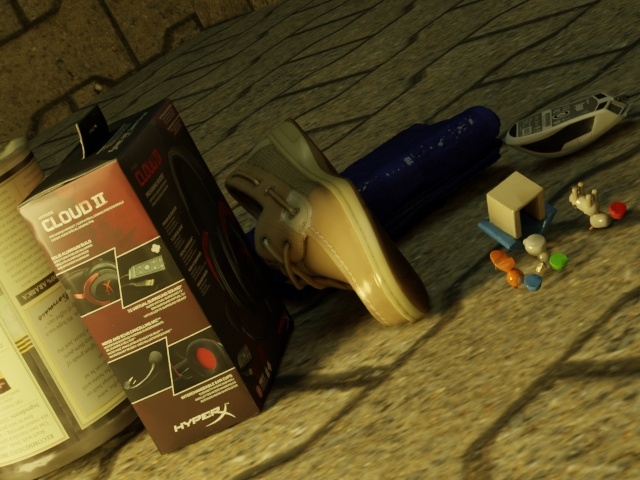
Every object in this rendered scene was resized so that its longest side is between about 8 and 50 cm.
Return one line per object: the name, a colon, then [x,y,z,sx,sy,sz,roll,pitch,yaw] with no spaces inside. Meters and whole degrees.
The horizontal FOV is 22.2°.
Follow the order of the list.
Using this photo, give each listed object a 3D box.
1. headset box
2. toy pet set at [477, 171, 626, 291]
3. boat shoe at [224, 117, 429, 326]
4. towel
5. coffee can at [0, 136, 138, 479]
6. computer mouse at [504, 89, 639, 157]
headset box: [-0.151,0.014,1.510,0.110,0.293,0.218,-25,14,15]
toy pet set: [0.191,0.000,1.438,0.122,0.065,0.114,-37,51,-21]
boat shoe: [0.000,0.000,1.558,0.110,0.122,0.341,-36,31,0]
towel: [0.043,-0.034,1.790,0.308,0.076,0.227,-33,8,-18]
coffee can: [-0.304,0.068,1.570,0.201,0.275,0.201,-25,14,7]
computer mouse: [0.287,-0.124,1.693,0.193,0.042,0.106,-18,21,16]
